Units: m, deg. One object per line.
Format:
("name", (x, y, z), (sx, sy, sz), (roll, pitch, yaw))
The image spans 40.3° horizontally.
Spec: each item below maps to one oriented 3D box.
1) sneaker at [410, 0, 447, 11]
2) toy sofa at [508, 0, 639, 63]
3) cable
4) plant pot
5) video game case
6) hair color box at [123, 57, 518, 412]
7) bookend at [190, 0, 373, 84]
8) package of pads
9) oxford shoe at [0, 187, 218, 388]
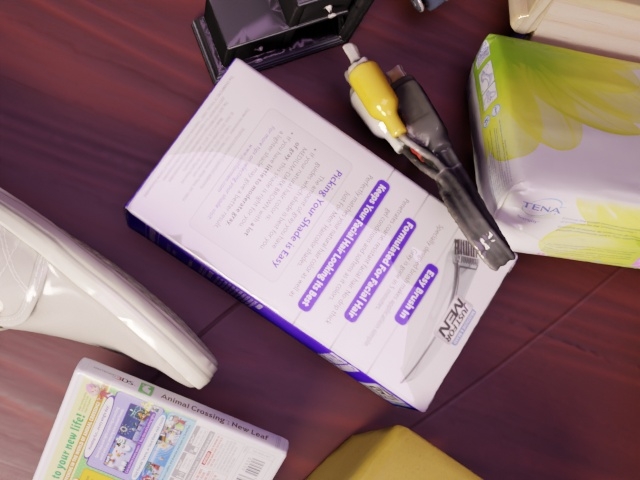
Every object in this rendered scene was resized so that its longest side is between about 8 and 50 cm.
("sneaker", (0.082, -0.311, 0.866), (0.086, 0.226, 0.163), (-30, 95, 25))
("toy sofa", (0.381, -0.262, 0.955), (0.363, 0.177, 0.150), (10, 58, -9))
("cable", (0.102, -0.066, 0.836), (0.072, 0.139, 0.287), (-28, 55, 10))
("plant pot", (0.063, 0.292, 0.803), (0.212, 0.212, 0.187), (35, 66, -5))
("video game case", (-0.157, 0.221, 0.790), (0.193, 0.023, 0.212), (24, 119, -7))
("hair color box", (0.000, 0.000, 0.862), (0.339, 0.110, 0.185), (35, 77, -3))
("bookend", (-0.039, -0.230, 0.853), (0.156, 0.157, 0.072), (-20, 87, -12))
("package of pads", (0.301, -0.080, 0.883), (0.297, 0.101, 0.229), (8, 52, -9))
("oxford shoe", (-0.296, 0.021, 0.778), (0.449, 0.169, 0.130), (31, 76, 2))
